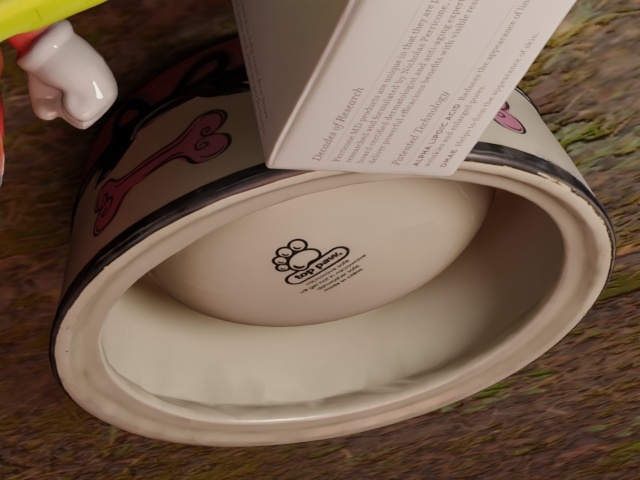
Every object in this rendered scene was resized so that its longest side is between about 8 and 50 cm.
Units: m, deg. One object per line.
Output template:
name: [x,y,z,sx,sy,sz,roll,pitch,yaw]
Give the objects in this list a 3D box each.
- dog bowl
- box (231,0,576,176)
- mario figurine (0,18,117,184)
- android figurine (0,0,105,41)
dog bowl: [0.000,0.000,1.011,0.408,0.150,0.408,-9,149,-6]
box: [0.035,-0.158,0.733,0.119,0.181,0.182,2,146,-23]
mario figurine: [-0.226,-0.108,0.716,0.198,0.170,0.320,19,143,13]
android figurine: [-0.162,-0.206,0.573,0.273,0.056,0.248,-22,105,-4]
